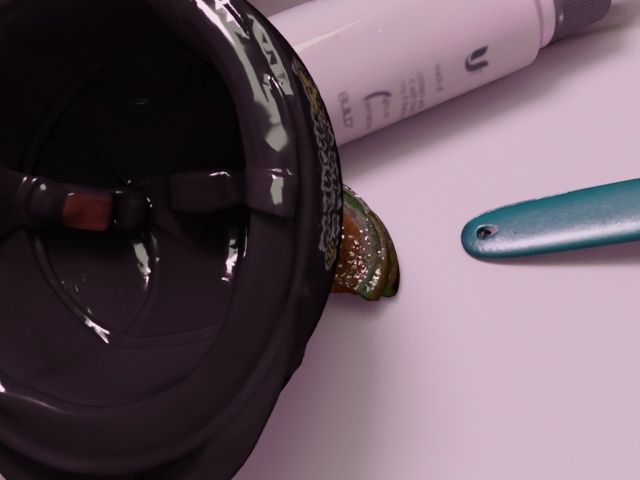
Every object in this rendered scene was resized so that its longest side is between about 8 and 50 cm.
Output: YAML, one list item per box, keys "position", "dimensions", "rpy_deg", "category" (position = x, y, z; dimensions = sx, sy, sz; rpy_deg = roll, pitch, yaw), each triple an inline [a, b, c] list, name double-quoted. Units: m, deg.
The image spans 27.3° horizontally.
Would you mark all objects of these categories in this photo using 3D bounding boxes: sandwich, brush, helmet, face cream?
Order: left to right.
- position: [-0.085, -0.009, 0.670]
  dimensions: [0.230, 0.160, 0.279]
  rpy_deg: [-12, 88, 21]
  category: "helmet"
- position: [0.004, 0.001, 0.752]
  dimensions: [0.069, 0.026, 0.101]
  rpy_deg: [-18, 50, -11]
  category: "sandwich"
- position: [0.066, -0.130, 0.817]
  dimensions: [0.311, 0.092, 0.092]
  rpy_deg: [-25, 51, -14]
  category: "face cream"
- position: [0.177, -0.011, 0.746]
  dimensions: [0.193, 0.032, 0.043]
  rpy_deg: [-11, 52, 13]
  category: "brush"
